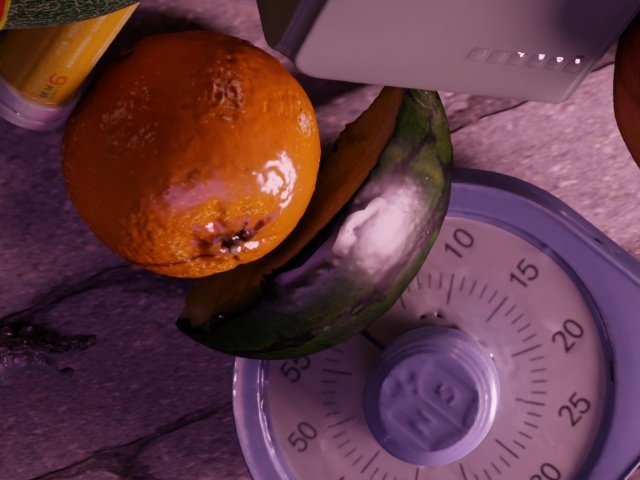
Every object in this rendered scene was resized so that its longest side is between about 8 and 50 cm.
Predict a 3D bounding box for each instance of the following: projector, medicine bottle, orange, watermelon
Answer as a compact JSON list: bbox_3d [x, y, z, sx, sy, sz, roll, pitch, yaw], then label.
[{"bbox_3d":[0.106,-0.201,0.939,0.251,0.108,0.198,3,146,-24],"label":"projector"},{"bbox_3d":[-0.152,-0.165,0.930,0.074,0.074,0.218,11,140,-35],"label":"medicine bottle"},{"bbox_3d":[-0.094,-0.058,1.041,0.193,0.161,0.193,-7,145,-5],"label":"orange"},{"bbox_3d":[0.000,0.000,1.127,0.301,0.129,0.123,-44,135,14],"label":"watermelon"}]

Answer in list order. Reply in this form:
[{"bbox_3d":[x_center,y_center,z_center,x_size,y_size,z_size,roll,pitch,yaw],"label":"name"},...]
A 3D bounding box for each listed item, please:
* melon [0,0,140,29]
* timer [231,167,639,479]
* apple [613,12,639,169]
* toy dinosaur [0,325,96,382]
[{"bbox_3d":[-0.174,-0.203,0.751,0.288,0.182,0.182,-2,147,-17],"label":"melon"},{"bbox_3d":[0.092,0.113,1.215,0.395,0.395,0.173,-22,-176,14],"label":"timer"},{"bbox_3d":[0.315,-0.156,1.017,0.251,0.163,0.293,-25,164,-3],"label":"apple"},{"bbox_3d":[-0.316,0.117,1.353,0.209,0.039,0.082,-14,148,-20],"label":"toy dinosaur"}]
